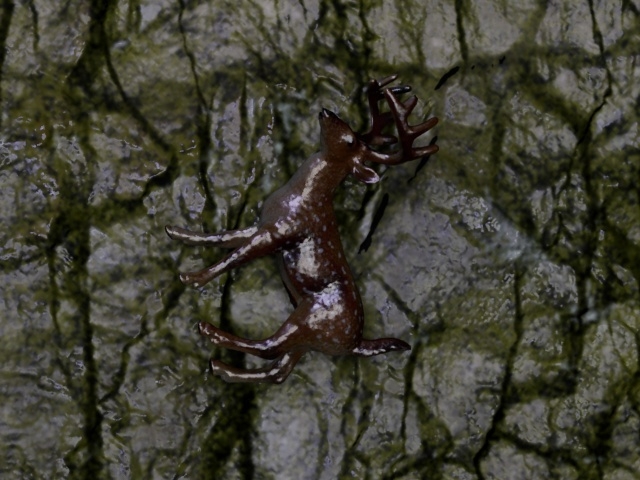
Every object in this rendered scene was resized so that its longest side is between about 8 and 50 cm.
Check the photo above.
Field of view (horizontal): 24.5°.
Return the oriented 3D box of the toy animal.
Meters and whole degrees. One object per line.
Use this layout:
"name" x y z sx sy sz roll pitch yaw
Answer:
"toy animal" -0.003 -0.005 1.326 0.260 0.087 0.244 -18 105 -3
